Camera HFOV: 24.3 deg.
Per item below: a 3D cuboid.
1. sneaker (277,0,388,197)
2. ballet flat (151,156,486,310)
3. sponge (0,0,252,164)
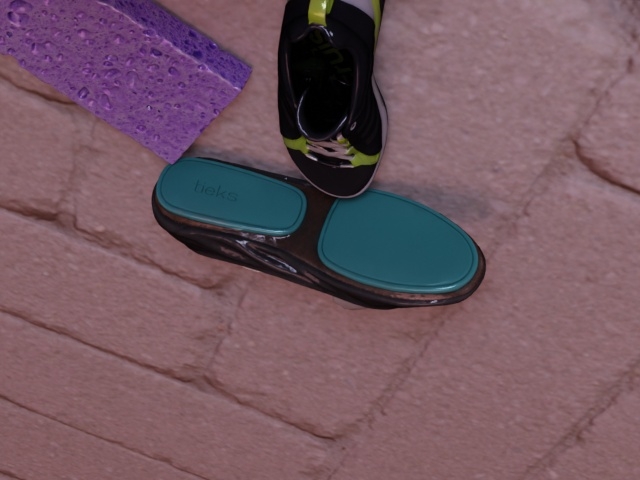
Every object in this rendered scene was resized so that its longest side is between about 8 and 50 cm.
[{"bbox_3d":[-0.003,-0.098,1.051,0.084,0.097,0.235,10,141,12],"label":"sneaker"},{"bbox_3d":[0.000,0.000,1.187,0.280,0.095,0.096,18,153,17],"label":"ballet flat"},{"bbox_3d":[-0.166,-0.147,1.112,0.210,0.031,0.117,33,140,-17],"label":"sponge"}]
